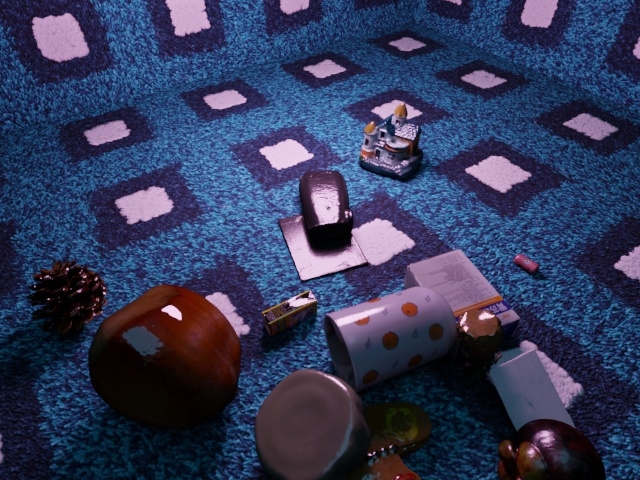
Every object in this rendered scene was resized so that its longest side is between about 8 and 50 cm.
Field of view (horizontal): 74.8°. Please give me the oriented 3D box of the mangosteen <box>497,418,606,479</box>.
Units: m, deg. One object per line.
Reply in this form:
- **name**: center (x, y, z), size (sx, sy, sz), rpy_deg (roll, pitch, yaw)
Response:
- **mangosteen**: center (0.496, 0.490, 0.901), size (0.210, 0.209, 0.209), rpy_deg (-1, 45, 1)

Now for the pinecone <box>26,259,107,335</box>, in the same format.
- **pinecone**: center (-0.758, 0.163, 1.245), size (0.222, 0.221, 0.221), rpy_deg (-1, 45, 1)

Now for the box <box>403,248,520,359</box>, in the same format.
- **box**: center (0.415, 0.182, 1.272), size (0.200, 0.106, 0.299), rpy_deg (-16, 49, -14)

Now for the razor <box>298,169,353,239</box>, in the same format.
- **razor**: center (0.019, -0.149, 1.590), size (0.189, 0.107, 0.326), rpy_deg (-6, 46, -4)

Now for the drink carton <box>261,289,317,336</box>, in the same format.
- **drink carton**: center (-0.092, 0.218, 1.269), size (0.166, 0.071, 0.056), rpy_deg (-24, 52, -22)

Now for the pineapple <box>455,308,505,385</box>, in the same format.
- **pineapple**: center (0.412, 0.282, 1.074), size (0.125, 0.251, 0.125), rpy_deg (-10, 40, 9)

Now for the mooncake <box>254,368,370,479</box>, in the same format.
- **mooncake**: center (-0.017, 0.438, 0.963), size (0.275, 0.135, 0.274), rpy_deg (-17, 41, 15)

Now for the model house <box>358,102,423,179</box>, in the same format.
- **model house**: center (0.304, -0.437, 1.765), size (0.253, 0.291, 0.184), rpy_deg (25, 46, 24)

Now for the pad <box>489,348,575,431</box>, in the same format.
- **pad**: center (0.532, 0.405, 1.044), size (0.157, 0.004, 0.232), rpy_deg (-18, 75, -15)

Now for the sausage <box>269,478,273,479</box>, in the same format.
- **sausage**: center (-0.001, 0.615, 0.882), size (0.301, 0.065, 0.066), rpy_deg (21, 49, 23)

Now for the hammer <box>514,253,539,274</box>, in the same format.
- **hammer**: center (0.696, 0.079, 1.412), size (0.043, 0.043, 0.083), rpy_deg (-28, 50, -24)

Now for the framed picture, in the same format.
- **framed picture**: center (0.000, 0.000, 1.526), size (0.244, 0.013, 0.323), rpy_deg (-14, 46, -13)

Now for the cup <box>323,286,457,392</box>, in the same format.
- **cup**: center (0.194, 0.255, 1.131), size (0.318, 0.212, 0.212), rpy_deg (-15, 47, -15)

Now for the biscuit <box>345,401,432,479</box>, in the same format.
- **biscuit**: center (0.158, 0.508, 0.968), size (0.262, 0.052, 0.277), rpy_deg (-8, 39, -6)

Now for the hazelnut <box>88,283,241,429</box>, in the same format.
- **hazelnut**: center (-0.374, 0.287, 1.040), size (0.366, 0.365, 0.365), rpy_deg (-1, 45, 1)
